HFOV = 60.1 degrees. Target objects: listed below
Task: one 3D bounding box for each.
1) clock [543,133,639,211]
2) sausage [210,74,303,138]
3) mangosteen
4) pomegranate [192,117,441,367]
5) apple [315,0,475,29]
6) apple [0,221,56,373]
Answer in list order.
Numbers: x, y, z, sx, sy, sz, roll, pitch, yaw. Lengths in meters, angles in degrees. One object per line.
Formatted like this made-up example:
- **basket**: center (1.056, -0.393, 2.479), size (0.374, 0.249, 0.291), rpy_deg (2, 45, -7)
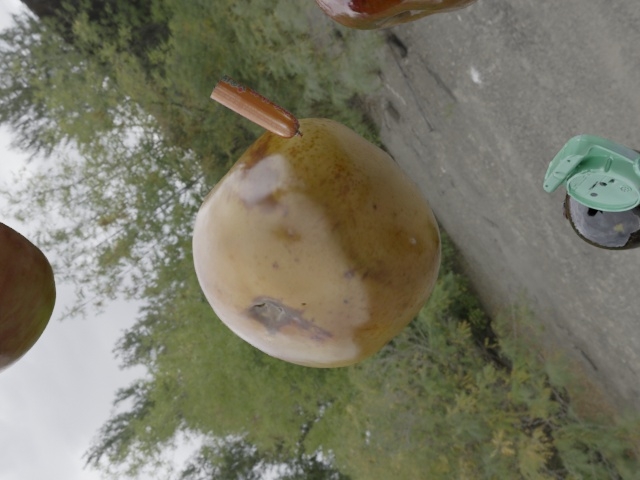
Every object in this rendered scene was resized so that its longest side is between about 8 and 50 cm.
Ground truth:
- **clock**: center (0.544, -0.114, 1.042), size (0.211, 0.066, 0.159), rpy_deg (23, 162, 10)
- **sausage**: center (-0.065, -0.142, 0.604), size (0.107, 0.031, 0.031), rpy_deg (27, -172, -11)
- **mangosteen**: center (0.662, -0.084, 1.247), size (0.228, 0.228, 0.265), rpy_deg (57, 178, 11)
- **pomegranate**: center (0.000, 0.000, 0.928), size (0.417, 0.416, 0.416), rpy_deg (57, -178, -2)
- **apple**: center (0.109, -0.461, 0.813), size (0.301, 0.301, 0.301), rpy_deg (57, -178, -2)
- **apple**: center (-0.244, 0.041, 0.365), size (0.126, 0.126, 0.102), rpy_deg (55, -158, -50)
